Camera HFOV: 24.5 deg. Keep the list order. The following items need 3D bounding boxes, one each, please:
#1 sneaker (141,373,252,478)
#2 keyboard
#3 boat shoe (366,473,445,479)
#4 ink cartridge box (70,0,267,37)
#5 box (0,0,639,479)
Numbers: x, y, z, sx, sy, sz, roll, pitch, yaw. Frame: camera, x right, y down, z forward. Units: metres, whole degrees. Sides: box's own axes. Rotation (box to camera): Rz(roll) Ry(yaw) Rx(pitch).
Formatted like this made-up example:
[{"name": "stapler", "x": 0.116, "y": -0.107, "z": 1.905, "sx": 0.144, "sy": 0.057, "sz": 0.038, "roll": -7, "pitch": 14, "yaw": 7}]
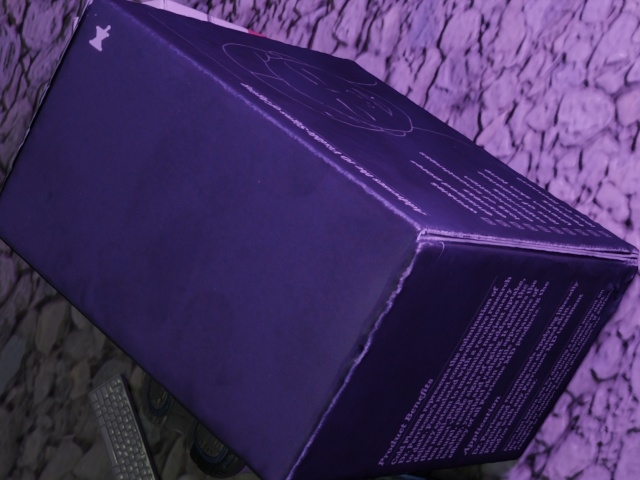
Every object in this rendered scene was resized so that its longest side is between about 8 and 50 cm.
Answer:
[{"name": "sneaker", "x": -0.132, "y": 0.215, "z": 1.875, "sx": 0.297, "sy": 0.129, "sz": 0.111, "roll": 44, "pitch": 113, "yaw": 49}, {"name": "keyboard", "x": -0.256, "y": 0.311, "z": 2.004, "sx": 0.072, "sy": 0.014, "sz": 0.256, "roll": -32, "pitch": 69, "yaw": 28}, {"name": "boat shoe", "x": 0.083, "y": 0.278, "z": 1.737, "sx": 0.258, "sy": 0.109, "sz": 0.089, "roll": 22, "pitch": 87, "yaw": 16}, {"name": "ink cartridge box", "x": -0.191, "y": -0.232, "z": 1.884, "sx": 0.158, "sy": 0.218, "sz": 0.092, "roll": -6, "pitch": 82, "yaw": 34}, {"name": "box", "x": 0.000, "y": 0.000, "z": 1.580, "sx": 0.480, "sy": 0.472, "sz": 0.297, "roll": 38, "pitch": 106, "yaw": 31}]
